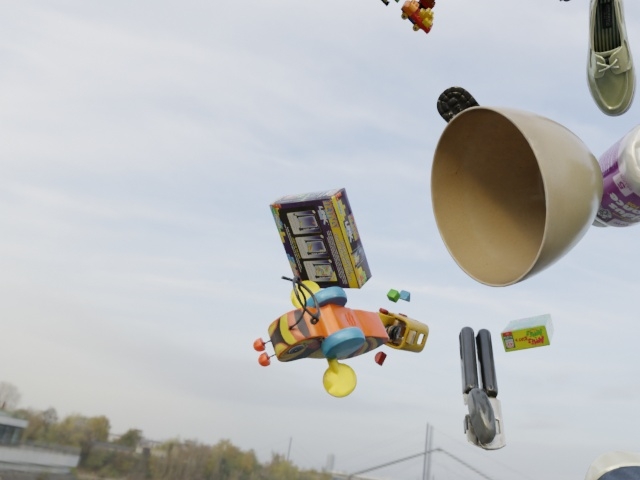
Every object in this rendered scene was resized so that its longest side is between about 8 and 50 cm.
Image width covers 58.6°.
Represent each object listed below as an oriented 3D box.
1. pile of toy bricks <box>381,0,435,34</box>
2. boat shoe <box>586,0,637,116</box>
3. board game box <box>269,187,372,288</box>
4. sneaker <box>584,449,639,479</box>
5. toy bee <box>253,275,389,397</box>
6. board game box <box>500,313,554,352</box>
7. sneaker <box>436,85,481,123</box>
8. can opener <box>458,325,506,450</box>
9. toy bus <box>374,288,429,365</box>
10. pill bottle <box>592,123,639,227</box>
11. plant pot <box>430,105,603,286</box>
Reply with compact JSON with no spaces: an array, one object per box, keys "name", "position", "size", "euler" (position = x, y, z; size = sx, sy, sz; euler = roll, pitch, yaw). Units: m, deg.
[{"name":"pile of toy bricks","position":[0.159,-0.499,1.055],"size":[0.212,0.118,0.105],"euler":[40,-44,-16]},{"name":"boat shoe","position":[0.671,-0.436,1.341],"size":[0.109,0.094,0.303],"euler":[-5,-71,36]},{"name":"board game box","position":[0.000,0.000,0.995],"size":[0.141,0.048,0.171],"euler":[-3,-67,36]},{"name":"sneaker","position":[0.545,0.368,0.750],"size":[0.349,0.131,0.148],"euler":[-3,22,3]},{"name":"toy bee","position":[-0.021,0.140,0.909],"size":[0.162,0.195,0.298],"euler":[-33,-52,17]},{"name":"board game box","position":[0.460,0.202,1.259],"size":[0.092,0.043,0.181],"euler":[-16,-6,24]},{"name":"sneaker","position":[0.394,-0.249,1.372],"size":[0.107,0.283,0.124],"euler":[-36,-3,17]},{"name":"can opener","position":[0.327,0.281,1.150],"size":[0.075,0.284,0.095],"euler":[7,-45,2]},{"name":"toy bus","position":[0.215,0.252,1.569],"size":[0.104,0.202,0.191],"euler":[17,-46,42]},{"name":"pill bottle","position":[0.643,-0.121,1.175],"size":[0.169,0.170,0.301],"euler":[8,-13,4]},{"name":"plant pot","position":[0.337,-0.081,0.929],"size":[0.190,0.284,0.284],"euler":[-10,-15,-21]}]
